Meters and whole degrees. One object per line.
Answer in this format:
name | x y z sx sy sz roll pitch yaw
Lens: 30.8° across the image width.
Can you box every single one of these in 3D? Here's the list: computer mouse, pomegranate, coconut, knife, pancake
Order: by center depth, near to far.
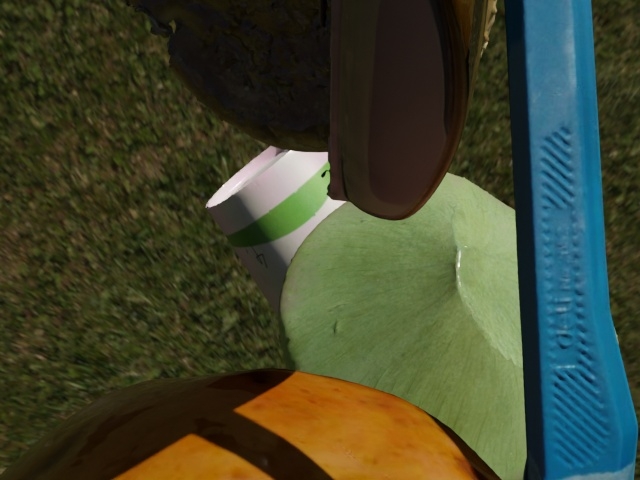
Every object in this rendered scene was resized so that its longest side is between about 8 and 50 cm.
knife | 0.093 0.004 0.432 0.044 0.026 0.296 -2 100 14
computer mouse | 0.036 -0.119 0.503 0.072 0.310 0.158 1 68 1
pomegranate | -0.031 0.272 0.648 0.410 0.410 0.410 0 78 1
coconut | 0.112 0.094 1.008 0.281 0.328 0.328 -26 79 -9
pancake | -0.021 -0.239 1.041 0.382 0.382 0.071 24 40 6

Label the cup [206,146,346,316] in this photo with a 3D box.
cup | 0.000 0.000 1.550 0.253 0.253 0.274 -40 100 -7
